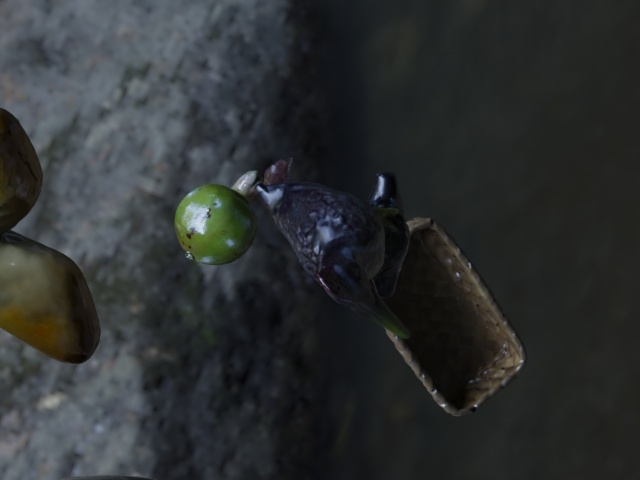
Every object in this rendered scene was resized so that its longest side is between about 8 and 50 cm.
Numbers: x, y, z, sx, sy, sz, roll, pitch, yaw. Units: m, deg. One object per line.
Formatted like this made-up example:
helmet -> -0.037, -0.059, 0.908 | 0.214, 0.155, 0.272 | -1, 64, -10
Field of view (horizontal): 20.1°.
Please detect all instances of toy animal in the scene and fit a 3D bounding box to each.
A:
toy animal -> 0.009, 0.002, 1.025 | 0.202, 0.105, 0.070 | -89, 23, -73

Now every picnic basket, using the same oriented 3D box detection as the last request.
picnic basket -> 0.113, 0.072, 1.738 | 0.110, 0.193, 0.055 | -37, 17, -12

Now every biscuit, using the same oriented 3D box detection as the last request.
biscuit -> -0.236, -0.003, 1.030 | 0.207, 0.164, 0.047 | -1, 35, 24

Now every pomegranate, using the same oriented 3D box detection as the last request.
pomegranate -> -0.083, -0.020, 1.502 | 0.073, 0.073, 0.084 | -40, 15, 49

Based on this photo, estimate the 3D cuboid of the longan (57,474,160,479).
longan -> -0.135, 0.256, 1.052 | 0.248, 0.248, 0.248 | -49, 27, 37
